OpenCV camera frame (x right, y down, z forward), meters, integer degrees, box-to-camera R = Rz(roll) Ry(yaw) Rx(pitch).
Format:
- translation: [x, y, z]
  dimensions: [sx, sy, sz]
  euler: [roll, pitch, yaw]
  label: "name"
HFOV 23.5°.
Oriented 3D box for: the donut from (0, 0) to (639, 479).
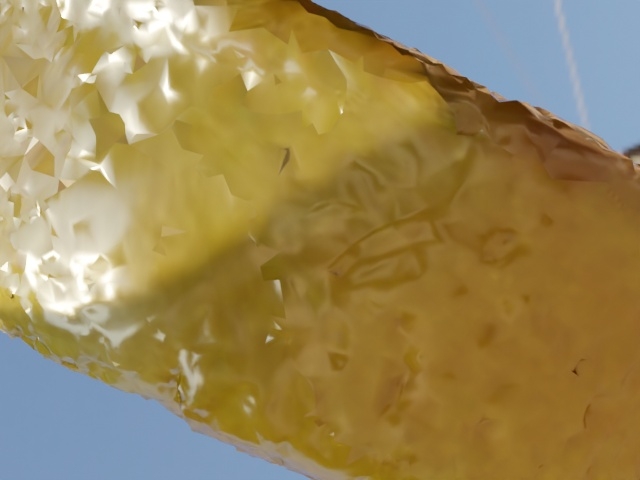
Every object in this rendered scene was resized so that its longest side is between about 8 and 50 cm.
- translation: [0.000, 0.000, 0.452]
  dimensions: [0.303, 0.303, 0.110]
  euler: [21, -86, -54]
  label: "donut"
